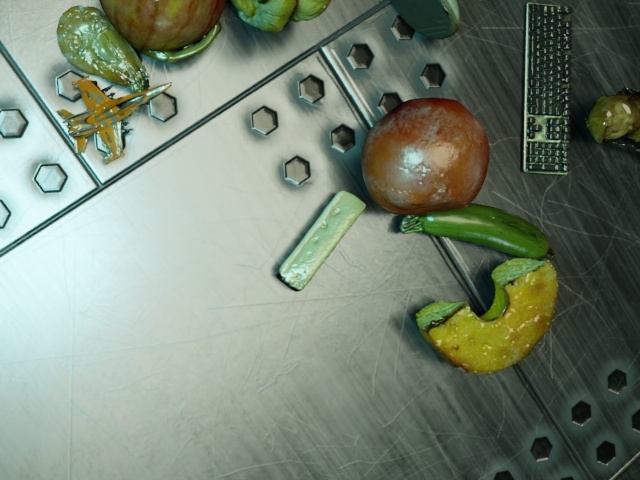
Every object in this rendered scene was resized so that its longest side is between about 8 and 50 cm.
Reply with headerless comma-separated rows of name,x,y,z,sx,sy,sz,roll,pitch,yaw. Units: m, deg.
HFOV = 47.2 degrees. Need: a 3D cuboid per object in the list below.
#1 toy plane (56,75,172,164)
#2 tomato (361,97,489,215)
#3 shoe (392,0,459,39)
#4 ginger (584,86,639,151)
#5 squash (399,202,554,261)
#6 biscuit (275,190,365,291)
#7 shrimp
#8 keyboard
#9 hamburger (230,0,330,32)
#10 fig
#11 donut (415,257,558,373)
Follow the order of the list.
toy plane,-0.308,-0.199,1.118,0.188,0.062,0.135,-24,97,0
tomato,0.170,-0.139,1.197,0.208,0.208,0.184,-1,82,-17
shoe,0.167,-0.475,1.247,0.098,0.103,0.275,-31,100,-26
ginger,0.629,-0.200,1.388,0.309,0.107,0.133,19,71,-20
squash,0.294,-0.021,1.304,0.318,0.071,0.080,11,90,-16
biscuit,0.000,0.000,1.228,0.056,0.052,0.188,38,80,3
shrimp,-0.327,-0.283,1.133,0.184,0.043,0.091,42,87,-7
keyboard,0.427,-0.283,1.365,0.106,0.027,0.317,0,90,-16
hamburger,-0.074,-0.463,1.076,0.158,0.318,0.319,-20,96,-12
fig,-0.235,-0.363,1.091,0.205,0.205,0.205,0,91,-17
donut,0.297,0.146,1.286,0.259,0.101,0.152,-26,107,-11
